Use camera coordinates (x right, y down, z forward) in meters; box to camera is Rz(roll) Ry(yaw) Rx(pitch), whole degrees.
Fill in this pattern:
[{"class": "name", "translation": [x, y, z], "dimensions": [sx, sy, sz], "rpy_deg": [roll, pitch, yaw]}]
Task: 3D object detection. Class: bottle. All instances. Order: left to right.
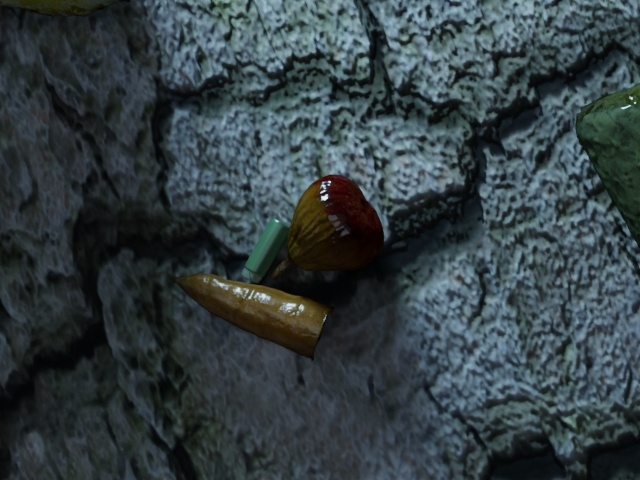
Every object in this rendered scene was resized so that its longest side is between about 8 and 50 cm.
[{"class": "bottle", "translation": [-0.068, 0.013, 1.903], "dimensions": [0.030, 0.030, 0.083], "rpy_deg": [30, 90, 5]}]

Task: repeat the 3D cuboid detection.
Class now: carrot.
[{"class": "carrot", "translation": [-0.087, 0.080, 1.890], "dimensions": [0.205, 0.072, 0.072], "rpy_deg": [21, 88, 11]}]

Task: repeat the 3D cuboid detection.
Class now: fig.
[{"class": "fig", "translation": [0.014, -0.003, 1.878], "dimensions": [0.119, 0.119, 0.153], "rpy_deg": [34, 133, 5]}]

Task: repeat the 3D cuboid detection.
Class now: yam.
[{"class": "yam", "translation": [0.440, -0.062, 1.795], "dimensions": [0.195, 0.195, 0.300], "rpy_deg": [-28, 85, 2]}]

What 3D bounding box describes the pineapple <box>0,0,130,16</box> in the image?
[{"class": "pineapple", "translation": [-0.342, -0.449, 1.801], "dimensions": [0.352, 0.352, 0.300], "rpy_deg": [7, 80, 4]}]
